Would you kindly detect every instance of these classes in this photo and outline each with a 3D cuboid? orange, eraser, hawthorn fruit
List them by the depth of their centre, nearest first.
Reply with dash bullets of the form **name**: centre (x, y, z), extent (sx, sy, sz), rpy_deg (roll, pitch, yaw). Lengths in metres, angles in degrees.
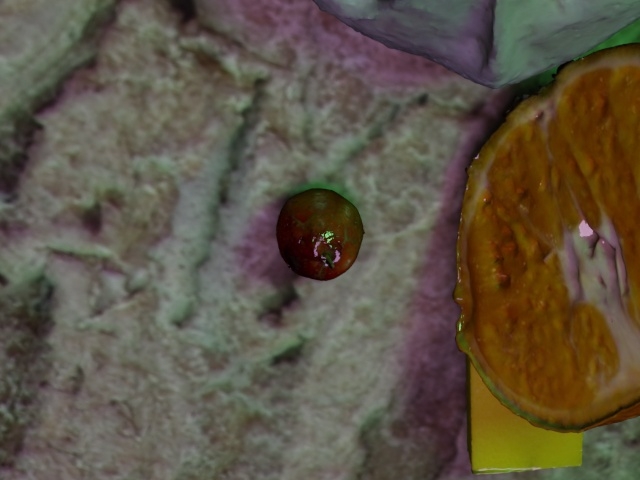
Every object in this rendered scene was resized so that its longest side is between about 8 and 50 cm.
- **orange**: centre (0.232, -0.003, 1.398), extent (0.274, 0.274, 0.310), rpy_deg (-2, 157, -1)
- **hawthorn fruit**: centre (-0.002, -0.003, 1.502), extent (0.077, 0.077, 0.077), rpy_deg (-1, 116, -2)
- **eraser**: centre (0.168, 0.129, 1.585), extent (0.097, 0.045, 0.122), rpy_deg (-2, 116, -2)

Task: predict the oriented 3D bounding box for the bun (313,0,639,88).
- **bun**: centre (0.120, -0.265, 1.312), extent (0.354, 0.194, 0.354), rpy_deg (0, 116, 0)
